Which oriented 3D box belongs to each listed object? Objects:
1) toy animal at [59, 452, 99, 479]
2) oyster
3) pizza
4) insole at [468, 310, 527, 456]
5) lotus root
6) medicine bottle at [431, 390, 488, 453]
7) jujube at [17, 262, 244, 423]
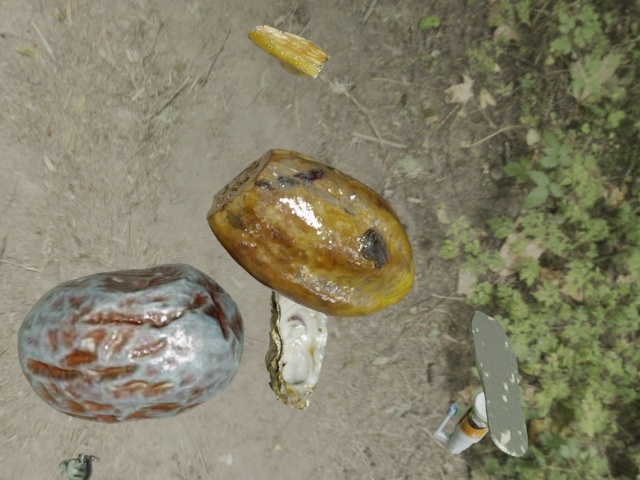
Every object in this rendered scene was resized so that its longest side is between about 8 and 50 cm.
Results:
[{"bbox_3d":[-0.465,0.479,1.227,0.073,0.217,0.176,38,86,-12],"label":"toy animal"},{"bbox_3d":[-0.073,0.230,1.498,0.111,0.204,0.395,9,108,25],"label":"oyster"},{"bbox_3d":[-0.050,-0.416,1.628,0.188,0.204,0.080,-4,130,-49],"label":"pizza"},{"bbox_3d":[0.245,0.191,0.965,0.081,0.011,0.247,27,35,-15],"label":"insole"},{"bbox_3d":[0.005,-0.008,0.905,0.291,0.193,0.193,34,78,-23],"label":"lotus root"},{"bbox_3d":[0.294,0.375,1.424,0.092,0.220,0.061,24,52,8],"label":"medicine bottle"},{"bbox_3d":[-0.260,0.150,1.009,0.308,0.246,0.215,-3,101,21],"label":"jujube"}]
